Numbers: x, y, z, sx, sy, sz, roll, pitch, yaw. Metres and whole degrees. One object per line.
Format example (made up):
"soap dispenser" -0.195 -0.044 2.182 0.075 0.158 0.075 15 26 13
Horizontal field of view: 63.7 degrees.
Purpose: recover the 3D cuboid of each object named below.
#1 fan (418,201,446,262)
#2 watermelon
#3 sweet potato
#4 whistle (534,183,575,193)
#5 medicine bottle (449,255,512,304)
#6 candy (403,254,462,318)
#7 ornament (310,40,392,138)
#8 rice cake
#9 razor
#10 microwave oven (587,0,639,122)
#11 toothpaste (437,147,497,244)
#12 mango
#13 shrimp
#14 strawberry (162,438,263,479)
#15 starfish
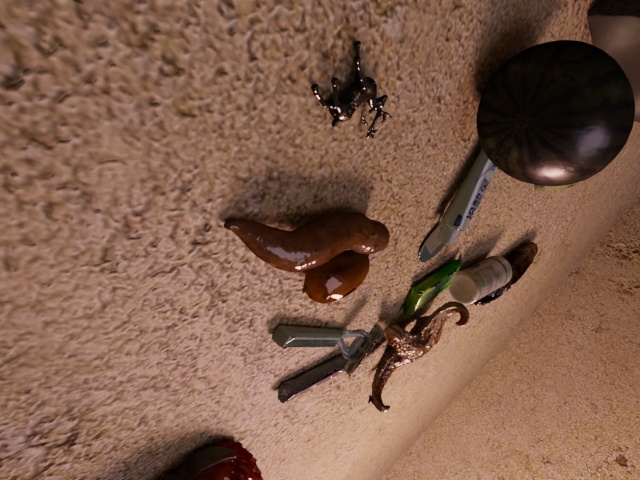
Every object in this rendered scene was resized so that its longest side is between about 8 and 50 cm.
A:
"fan" 0.232 -0.020 1.006 0.113 0.005 0.175 -39 151 -19
"watermelon" 0.335 -0.180 0.742 0.212 0.212 0.212 -34 148 -24
"sweet potato" 0.000 0.000 0.650 0.281 0.059 0.067 -10 105 -52
"whistle" 0.582 -0.193 1.167 0.288 0.106 0.131 -27 152 -32
"medicine bottle" 0.407 0.098 1.310 0.183 0.086 0.086 -17 139 -44
"candy" 0.257 0.104 1.166 0.178 0.032 0.102 -28 149 -33
"ornament" 0.039 -0.148 0.562 0.073 0.028 0.125 -47 150 -3
"rice cake" -0.003 0.264 1.007 0.208 0.033 0.033 -13 146 -45
"razor" 0.007 0.173 0.899 0.111 0.056 0.278 -54 144 8
"microwave oven" 0.720 -0.396 0.835 0.432 0.374 0.236 -43 128 -5
"toothpaste" 0.285 -0.126 0.907 0.075 0.048 0.296 -7 126 -50
"mango" 0.026 0.050 0.745 0.127 0.063 0.077 -20 150 -43
"shrimp" 0.554 0.130 1.579 0.365 0.071 0.233 -33 154 -36
"strawberry" -0.200 0.508 0.917 0.265 0.149 0.336 -36 151 -23
"starfish" 0.204 0.256 1.191 0.303 0.113 0.312 -44 159 -11
